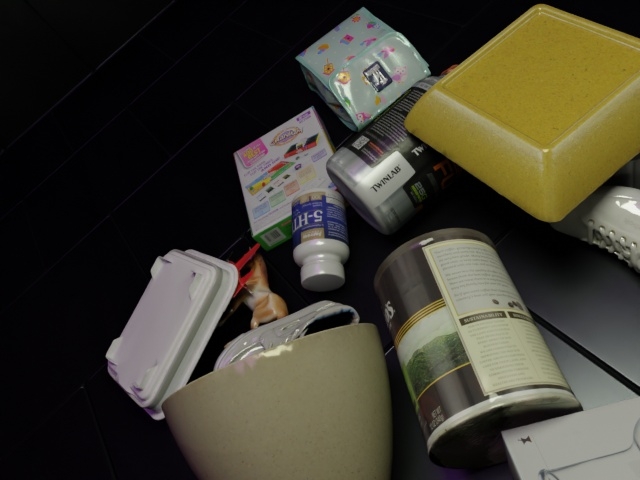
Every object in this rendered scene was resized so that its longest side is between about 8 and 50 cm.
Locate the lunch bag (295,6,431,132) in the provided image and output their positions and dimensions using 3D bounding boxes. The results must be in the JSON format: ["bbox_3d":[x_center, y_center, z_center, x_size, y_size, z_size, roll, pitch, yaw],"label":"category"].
[{"bbox_3d":[0.104,-0.399,1.300,0.223,0.160,0.262,-37,56,-2],"label":"lunch bag"}]

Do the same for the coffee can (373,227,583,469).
[{"bbox_3d":[0.207,0.147,0.773,0.202,0.201,0.275,-26,46,13],"label":"coffee can"}]

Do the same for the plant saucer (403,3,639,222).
[{"bbox_3d":[0.343,-0.233,0.836,0.333,0.081,0.333,-39,51,-6],"label":"plant saucer"}]

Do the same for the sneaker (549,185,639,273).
[{"bbox_3d":[0.465,0.002,0.790,0.290,0.106,0.123,14,62,37],"label":"sneaker"}]

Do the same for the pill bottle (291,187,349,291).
[{"bbox_3d":[0.000,0.000,1.078,0.112,0.112,0.186,-17,58,21],"label":"pill bottle"}]

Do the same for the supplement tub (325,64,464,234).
[{"bbox_3d":[0.183,-0.177,1.047,0.316,0.193,0.193,-42,45,-1],"label":"supplement tub"}]

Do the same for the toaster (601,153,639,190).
[{"bbox_3d":[0.479,-0.154,0.874,0.129,0.146,0.226,5,59,36],"label":"toaster"}]

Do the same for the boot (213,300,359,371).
[{"bbox_3d":[-0.057,0.175,0.922,0.258,0.095,0.123,-30,2,-20],"label":"boot"}]

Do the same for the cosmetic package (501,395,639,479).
[{"bbox_3d":[0.372,0.314,0.501,0.285,0.097,0.377,-19,29,7],"label":"cosmetic package"}]

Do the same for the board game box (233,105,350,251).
[{"bbox_3d":[-0.069,-0.155,1.281,0.242,0.064,0.316,-29,46,10],"label":"board game box"}]

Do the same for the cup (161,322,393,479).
[{"bbox_3d":[-0.028,0.290,0.768,0.331,0.331,0.236,-27,70,12],"label":"cup"}]

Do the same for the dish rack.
[{"bbox_3d":[-0.325,0.169,1.125,0.286,0.072,0.332,14,75,50],"label":"dish rack"}]

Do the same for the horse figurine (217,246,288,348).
[{"bbox_3d":[-0.134,0.141,1.090,0.174,0.066,0.263,-45,39,-4],"label":"horse figurine"}]

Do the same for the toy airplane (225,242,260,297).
[{"bbox_3d":[-0.172,0.071,1.111,0.151,0.028,0.151,-27,43,29],"label":"toy airplane"}]
